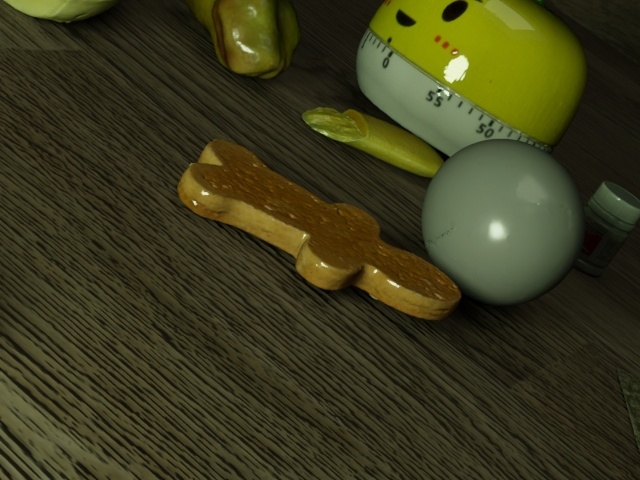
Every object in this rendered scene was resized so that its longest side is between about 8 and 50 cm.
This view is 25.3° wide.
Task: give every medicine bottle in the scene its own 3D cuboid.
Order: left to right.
[{"bbox_3d":[0.308,-0.013,1.563,0.058,0.091,0.058,28,20,-11],"label":"medicine bottle"}]

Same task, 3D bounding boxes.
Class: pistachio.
[{"bbox_3d":[-0.077,-0.242,1.529,0.110,0.100,0.189,12,26,-34],"label":"pistachio"}]

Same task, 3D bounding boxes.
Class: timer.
[{"bbox_3d":[0.199,-0.234,1.633,0.285,0.285,0.285,28,21,-11],"label":"timer"}]

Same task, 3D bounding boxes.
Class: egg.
[{"bbox_3d":[0.164,-0.019,1.292,0.146,0.146,0.199,30,14,-5],"label":"egg"}]

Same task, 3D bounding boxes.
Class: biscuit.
[{"bbox_3d":[0.000,0.001,1.175,0.250,0.036,0.165,28,21,1],"label":"biscuit"}]

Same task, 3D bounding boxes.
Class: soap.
[{"bbox_3d":[0.062,-0.106,1.510,0.168,0.033,0.089,18,18,-31],"label":"soap"}]

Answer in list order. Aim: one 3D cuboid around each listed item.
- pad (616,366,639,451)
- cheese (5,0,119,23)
[{"bbox_3d":[0.338,0.199,1.246,0.158,0.003,0.235,29,20,-8],"label":"pad"},{"bbox_3d":[-0.281,-0.329,1.417,0.259,0.128,0.316,38,26,-5],"label":"cheese"}]
